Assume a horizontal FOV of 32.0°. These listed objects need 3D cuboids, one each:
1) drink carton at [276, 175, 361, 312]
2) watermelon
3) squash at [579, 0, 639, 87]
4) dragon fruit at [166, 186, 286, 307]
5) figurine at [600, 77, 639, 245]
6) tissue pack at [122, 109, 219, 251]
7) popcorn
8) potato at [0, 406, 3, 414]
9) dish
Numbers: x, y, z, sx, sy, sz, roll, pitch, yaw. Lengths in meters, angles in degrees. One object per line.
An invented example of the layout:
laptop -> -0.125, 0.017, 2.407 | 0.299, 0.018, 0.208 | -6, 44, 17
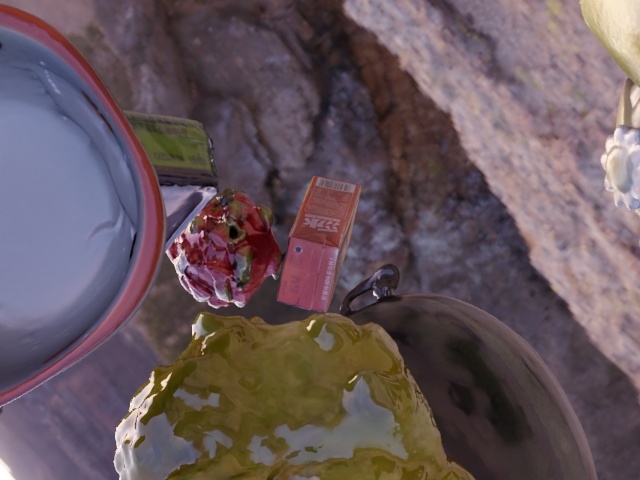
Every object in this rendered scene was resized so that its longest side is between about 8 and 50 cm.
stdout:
drink carton -> 0.000, 0.000, 1.465 | 0.071, 0.096, 0.223 | 13, -156, 3
watermelon -> 0.100, 0.201, 1.010 | 0.359, 0.279, 0.279 | 62, 167, 11
squash -> 0.245, -0.128, 0.693 | 0.187, 0.123, 0.123 | -106, -11, -51
dragon fruit -> -0.123, 0.001, 1.465 | 0.160, 0.166, 0.172 | 11, 167, -19
figurine -> 0.299, -0.169, 0.922 | 0.226, 0.394, 0.274 | 4, 161, 3
tissue pack -> -0.344, -0.034, 1.196 | 0.288, 0.394, 0.124 | -44, 56, 40
popcorn -> -0.013, 0.169, 0.785 | 0.266, 0.233, 0.192 | 23, 164, -2
potato -> -0.369, 0.156, 1.161 | 0.086, 0.122, 0.061 | 30, 164, 46
dish -> -0.218, -0.017, 0.724 | 0.256, 0.256, 0.117 | 46, 179, 2
